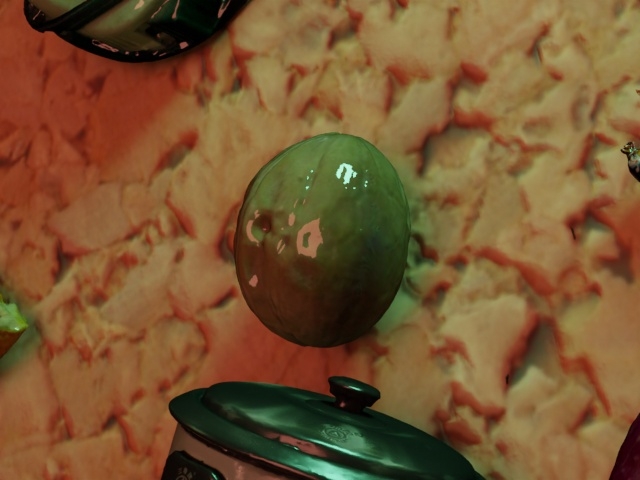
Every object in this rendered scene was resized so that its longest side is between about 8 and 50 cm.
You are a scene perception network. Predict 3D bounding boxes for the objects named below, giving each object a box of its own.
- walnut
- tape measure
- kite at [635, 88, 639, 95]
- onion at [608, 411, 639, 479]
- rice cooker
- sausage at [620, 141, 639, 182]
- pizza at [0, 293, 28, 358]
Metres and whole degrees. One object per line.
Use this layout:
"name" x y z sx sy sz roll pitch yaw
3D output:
"walnut" 0.001 0.000 1.316 0.140 0.140 0.162 5 97 32
"tape measure" -0.153 -0.246 1.474 0.235 0.115 0.207 31 94 32
"kite" 0.300 -0.070 1.216 0.190 0.010 0.159 44 107 31
"onion" 0.271 0.153 1.096 0.250 0.111 0.247 20 90 52
"rice cooker" -0.008 0.206 1.215 0.280 0.241 0.227 21 95 54
"sausage" 0.279 -0.004 1.201 0.198 0.025 0.028 46 119 25
"pizza" -0.399 0.048 1.582 0.335 0.086 0.226 -5 73 29
